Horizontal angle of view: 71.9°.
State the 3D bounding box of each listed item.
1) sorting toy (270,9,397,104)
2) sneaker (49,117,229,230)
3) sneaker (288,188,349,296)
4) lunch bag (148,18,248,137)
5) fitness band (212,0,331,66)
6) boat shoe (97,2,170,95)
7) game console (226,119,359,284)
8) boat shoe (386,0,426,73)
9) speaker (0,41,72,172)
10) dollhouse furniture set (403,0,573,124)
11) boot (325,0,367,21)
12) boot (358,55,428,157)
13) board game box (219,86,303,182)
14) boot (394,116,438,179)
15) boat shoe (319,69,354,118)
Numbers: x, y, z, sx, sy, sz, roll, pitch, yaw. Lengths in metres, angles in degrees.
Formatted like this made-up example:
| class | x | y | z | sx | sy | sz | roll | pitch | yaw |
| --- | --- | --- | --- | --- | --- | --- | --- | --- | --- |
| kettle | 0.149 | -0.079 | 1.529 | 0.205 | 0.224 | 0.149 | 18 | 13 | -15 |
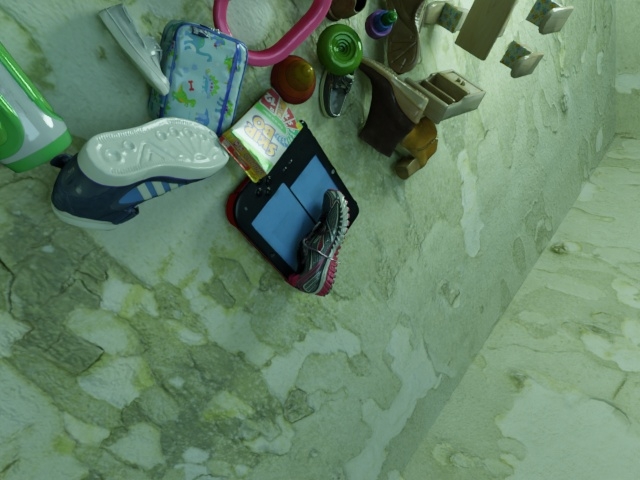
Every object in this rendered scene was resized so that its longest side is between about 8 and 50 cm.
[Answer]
| class | x | y | z | sx | sy | sz | roll | pitch | yaw |
| --- | --- | --- | --- | --- | --- | --- | --- | --- | --- |
| sorting toy | 0.049 | -0.471 | 1.088 | 0.366 | 0.126 | 0.127 | -37 | 109 | -11 |
| sneaker | -0.361 | -0.120 | 0.875 | 0.323 | 0.236 | 0.130 | -28 | 86 | -53 |
| sneaker | 0.000 | 0.000 | 1.210 | 0.112 | 0.121 | 0.298 | 15 | 83 | -17 |
| lunch bag | -0.250 | -0.331 | 0.925 | 0.176 | 0.090 | 0.218 | 2 | 114 | -45 |
| fitness band | -0.099 | -0.522 | 0.970 | 0.291 | 0.054 | 0.209 | -42 | 137 | 7 |
| boat shoe | -0.334 | -0.360 | 0.827 | 0.063 | 0.066 | 0.184 | -38 | 88 | -11 |
| game console | -0.057 | -0.084 | 1.235 | 0.342 | 0.060 | 0.386 | -52 | 133 | -16 |
| boat shoe | 0.249 | -0.662 | 1.292 | 0.123 | 0.124 | 0.341 | -68 | 160 | -77 |
| speaker | -0.531 | -0.256 | 0.680 | 0.131 | 0.131 | 0.296 | -44 | 130 | -23 |
| dollhouse furniture set | 0.442 | -0.586 | 1.331 | 0.257 | 0.362 | 0.394 | -27 | 151 | -36 |
| boot | 0.088 | -0.720 | 1.107 | 0.113 | 0.115 | 0.304 | -5 | 106 | -40 |
| boot | 0.165 | -0.390 | 1.292 | 0.206 | 0.248 | 0.090 | -53 | 174 | 30 |
| board game box | -0.130 | -0.249 | 1.022 | 0.124 | 0.039 | 0.259 | 50 | 42 | -22 |
| boot | 0.300 | -0.367 | 1.453 | 0.211 | 0.104 | 0.294 | -47 | 134 | -29 |
| boat shoe | 0.055 | -0.446 | 1.199 | 0.080 | 0.074 | 0.223 | 2 | 101 | -41 |
